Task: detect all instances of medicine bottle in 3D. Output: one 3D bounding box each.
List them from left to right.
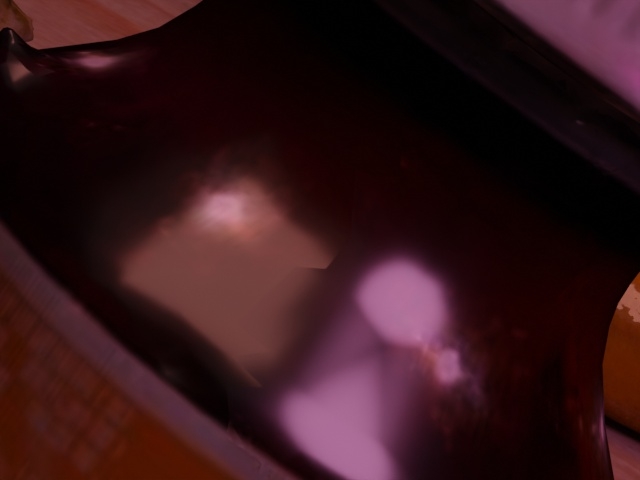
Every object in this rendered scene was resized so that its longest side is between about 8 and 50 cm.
[{"bbox_3d":[0.000,0.000,0.521,0.242,0.395,0.242,31,13,-8],"label":"medicine bottle"}]

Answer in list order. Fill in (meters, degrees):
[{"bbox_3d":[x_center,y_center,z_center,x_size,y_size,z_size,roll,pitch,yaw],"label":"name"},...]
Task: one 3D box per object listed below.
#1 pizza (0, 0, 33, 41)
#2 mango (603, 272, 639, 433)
[{"bbox_3d":[-0.317,-0.157,1.071,0.189,0.071,0.297,37,26,29],"label":"pizza"},{"bbox_3d":[0.199,0.065,1.048,0.178,0.090,0.115,30,32,8],"label":"mango"}]
